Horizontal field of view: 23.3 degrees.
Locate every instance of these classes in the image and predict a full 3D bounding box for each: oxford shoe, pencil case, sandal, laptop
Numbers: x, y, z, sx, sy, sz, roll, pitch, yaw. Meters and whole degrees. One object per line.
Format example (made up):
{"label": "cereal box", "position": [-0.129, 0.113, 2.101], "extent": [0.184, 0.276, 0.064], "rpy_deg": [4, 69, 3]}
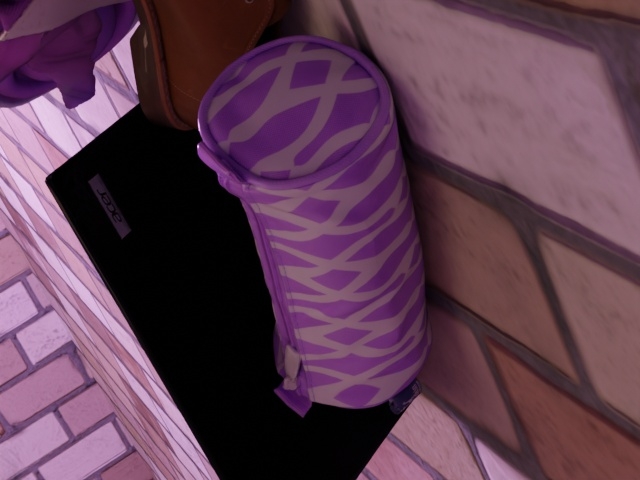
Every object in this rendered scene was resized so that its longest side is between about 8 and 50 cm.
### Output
{"label": "oxford shoe", "position": [-0.049, -0.130, 0.680], "extent": [0.076, 0.076, 0.212], "rpy_deg": [16, 144, 24]}
{"label": "pencil case", "position": [0.000, 0.000, 0.712], "extent": [0.086, 0.088, 0.206], "rpy_deg": [46, 162, 34]}
{"label": "sandal", "position": [-0.129, -0.121, 0.765], "extent": [0.102, 0.169, 0.416], "rpy_deg": [50, -178, 1]}
{"label": "laptop", "position": [-0.062, 0.018, 0.867], "extent": [0.234, 0.136, 0.264], "rpy_deg": [62, 166, -17]}
